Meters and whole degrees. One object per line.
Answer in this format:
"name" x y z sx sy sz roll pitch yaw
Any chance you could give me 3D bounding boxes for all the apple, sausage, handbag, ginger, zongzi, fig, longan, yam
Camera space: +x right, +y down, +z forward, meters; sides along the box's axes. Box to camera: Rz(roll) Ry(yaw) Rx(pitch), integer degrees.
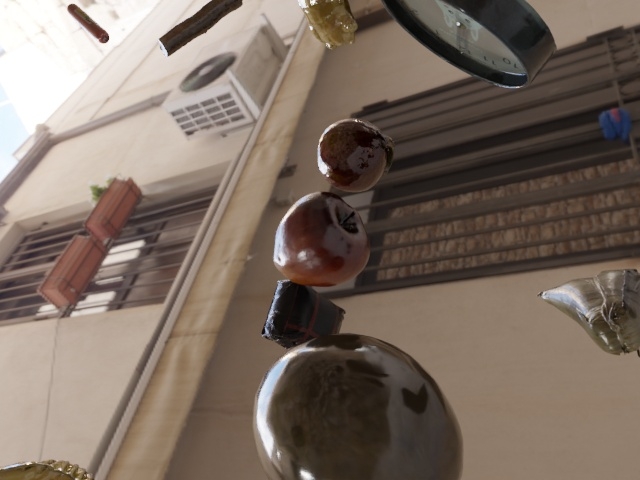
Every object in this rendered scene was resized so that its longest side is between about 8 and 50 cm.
"apple" 0.000 -0.002 1.302 0.234 0.233 0.234 31 -126 -55
"sausage" -0.488 -0.455 1.141 0.029 0.223 0.029 -26 -41 -26
"handbag" -0.045 0.224 1.462 0.215 0.155 0.170 37 -125 -34
"ginger" 0.006 -0.390 0.891 0.205 0.081 0.115 62 -166 -56
"zongzi" 0.473 0.128 0.973 0.194 0.197 0.099 -38 -69 -51
"fig" 0.094 -0.223 1.399 0.205 0.205 0.205 31 -126 -55
"longan" 0.065 0.352 1.007 0.336 0.404 0.405 -51 -54 -41
"yam" -0.274 -0.512 1.273 0.241 0.056 0.057 -40 -54 -11

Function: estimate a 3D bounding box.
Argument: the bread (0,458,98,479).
"bread" -0.409 0.381 0.700 0.250 0.133 0.179 -8 -100 -19

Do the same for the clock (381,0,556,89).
"clock" 0.289 -0.443 1.117 0.076 0.386 0.386 -56 -31 8
